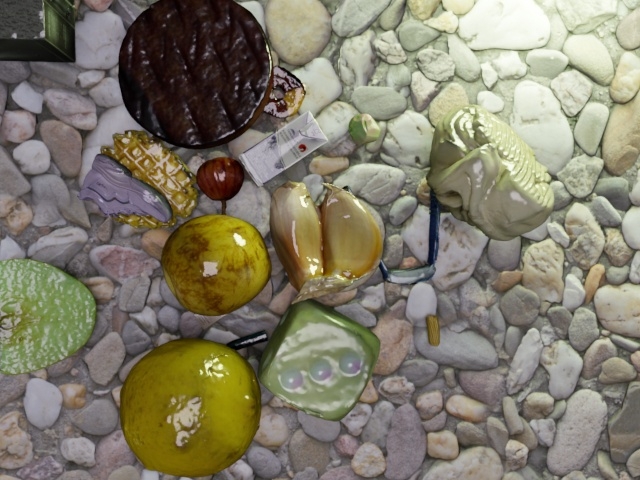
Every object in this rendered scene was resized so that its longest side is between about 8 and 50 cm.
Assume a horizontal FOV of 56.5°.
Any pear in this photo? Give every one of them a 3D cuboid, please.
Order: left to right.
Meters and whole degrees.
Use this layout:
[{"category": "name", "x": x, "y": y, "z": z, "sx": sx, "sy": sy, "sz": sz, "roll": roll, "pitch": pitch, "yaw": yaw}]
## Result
[{"category": "pear", "x": -0.711, "y": 0.186, "z": 1.551, "sx": 0.239, "sy": 0.139, "sz": 0.287, "roll": -4, "pitch": 90, "yaw": -20}, {"category": "pear", "x": -0.263, "y": 0.059, "z": 1.510, "sx": 0.281, "sy": 0.281, "sz": 0.280, "roll": 0, "pitch": 94, "yaw": -5}]

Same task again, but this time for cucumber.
[{"category": "cucumber", "x": -0.212, "y": 0.283, "z": 1.650, "sx": 0.133, "sy": 0.032, "sz": 0.032, "roll": -18, "pitch": 96, "yaw": -3}]

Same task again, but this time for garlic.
[{"category": "garlic", "x": 0.000, "y": 0.000, "z": 1.553, "sx": 0.286, "sy": 0.249, "sz": 0.312, "roll": -22, "pitch": 69, "yaw": 23}]

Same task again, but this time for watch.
[{"category": "watch", "x": 0.195, "y": -0.014, "z": 1.650, "sx": 0.277, "sy": 0.068, "sz": 0.274, "roll": 0, "pitch": 94, "yaw": -5}]

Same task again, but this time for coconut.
[{"category": "coconut", "x": 0.114, "y": -0.304, "z": 1.618, "sx": 0.081, "sy": 0.082, "sz": 0.083, "roll": -9, "pitch": 138, "yaw": -29}]

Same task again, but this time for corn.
[{"category": "corn", "x": 0.322, "y": 0.257, "z": 1.697, "sx": 0.037, "sy": 0.037, "sz": 0.092, "roll": -5, "pitch": 94, "yaw": -5}]

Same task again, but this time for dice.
[{"category": "dice", "x": -0.006, "y": 0.304, "z": 1.561, "sx": 0.252, "sy": 0.254, "sz": 0.249, "roll": 28, "pitch": 88, "yaw": -5}]

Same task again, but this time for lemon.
[{"category": "lemon", "x": -0.335, "y": 0.419, "z": 1.501, "sx": 0.388, "sy": 0.350, "sz": 0.349, "roll": -9, "pitch": 96, "yaw": 27}]

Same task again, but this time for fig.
[{"category": "fig", "x": -0.252, "y": -0.156, "z": 1.563, "sx": 0.128, "sy": 0.128, "sz": 0.150, "roll": -44, "pitch": 77, "yaw": -1}]

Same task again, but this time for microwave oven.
[{"category": "microwave oven", "x": -0.790, "y": -0.672, "z": 1.426, "sx": 0.375, "sy": 0.236, "sz": 0.431, "roll": -1, "pitch": 94, "yaw": -4}]

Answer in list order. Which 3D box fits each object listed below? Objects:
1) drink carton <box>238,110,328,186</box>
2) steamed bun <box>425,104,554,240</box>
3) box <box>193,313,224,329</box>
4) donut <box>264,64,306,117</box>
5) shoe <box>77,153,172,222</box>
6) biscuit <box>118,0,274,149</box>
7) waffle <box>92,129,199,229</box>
[{"category": "drink carton", "x": -0.098, "y": -0.239, "z": 1.573, "sx": 0.222, "sy": 0.134, "sz": 0.101, "roll": -33, "pitch": 96, "yaw": -3}, {"category": "steamed bun", "x": 0.421, "y": -0.156, "z": 1.556, "sx": 0.352, "sy": 0.339, "sz": 0.247, "roll": 36, "pitch": 126, "yaw": -17}, {"category": "box", "x": -0.301, "y": 0.201, "z": 1.639, "sx": 0.083, "sy": 0.024, "sz": 0.053, "roll": -33, "pitch": 97, "yaw": -4}, {"category": "donut", "x": -0.110, "y": -0.395, "z": 1.598, "sx": 0.141, "sy": 0.059, "sz": 0.140, "roll": 0, "pitch": 94, "yaw": -6}, {"category": "shoe", "x": -0.498, "y": -0.104, "z": 1.512, "sx": 0.245, "sy": 0.095, "sz": 0.137, "roll": 36, "pitch": 96, "yaw": 1}, {"category": "biscuit", "x": -0.319, "y": -0.435, "z": 1.539, "sx": 0.408, "sy": 0.091, "sz": 0.406, "roll": 0, "pitch": 90, "yaw": 7}, {"category": "waffle", "x": -0.464, "y": -0.160, "z": 1.579, "sx": 0.281, "sy": 0.060, "sz": 0.262, "roll": 2, "pitch": 96, "yaw": -2}]
